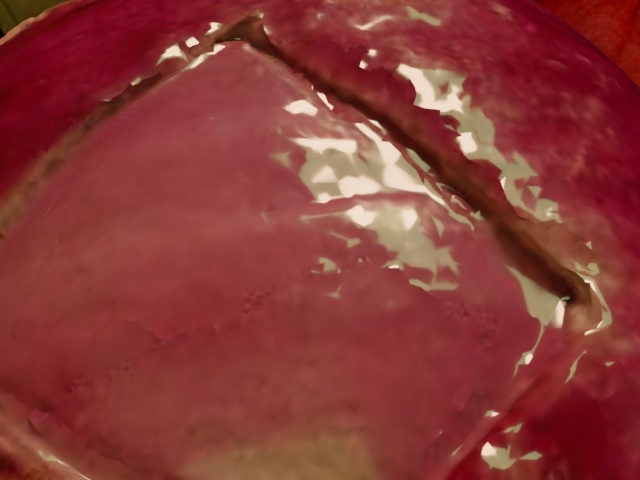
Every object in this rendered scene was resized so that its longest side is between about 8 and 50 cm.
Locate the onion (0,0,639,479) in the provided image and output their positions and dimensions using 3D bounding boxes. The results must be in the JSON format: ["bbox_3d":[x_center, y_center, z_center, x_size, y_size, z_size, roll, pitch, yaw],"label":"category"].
[{"bbox_3d":[0.000,0.000,0.392,0.250,0.111,0.247,-3,36,-8],"label":"onion"}]

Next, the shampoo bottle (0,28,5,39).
[{"bbox_3d":[-0.157,-0.077,0.607,0.063,0.057,0.207,22,21,-33],"label":"shampoo bottle"}]

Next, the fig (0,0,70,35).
[{"bbox_3d":[-0.024,-0.123,0.558,0.207,0.207,0.230,23,-3,17],"label":"fig"}]

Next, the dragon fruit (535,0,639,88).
[{"bbox_3d":[0.152,-0.049,0.591,0.172,0.172,0.209,7,26,-17],"label":"dragon fruit"}]
